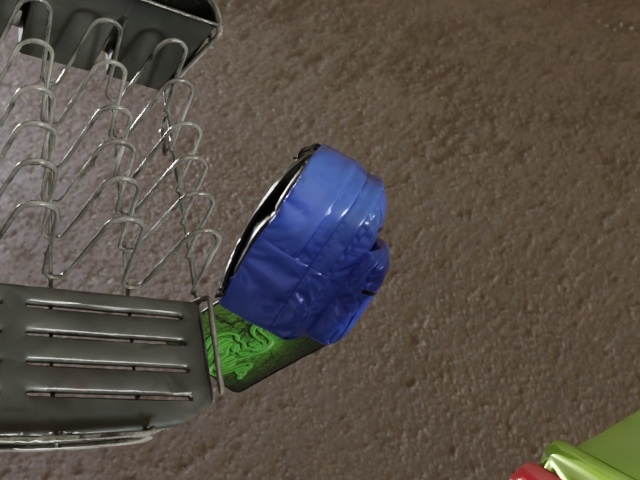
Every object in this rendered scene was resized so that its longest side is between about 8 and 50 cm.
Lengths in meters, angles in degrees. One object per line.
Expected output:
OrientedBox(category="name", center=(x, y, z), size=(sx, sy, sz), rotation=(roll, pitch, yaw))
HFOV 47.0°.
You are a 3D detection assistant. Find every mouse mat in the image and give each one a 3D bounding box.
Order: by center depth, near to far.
OrientedBox(category="mouse mat", center=(-0.099, 0.133, 0.998), size=(0.189, 0.152, 0.007), rotation=(-32, 32, 26))

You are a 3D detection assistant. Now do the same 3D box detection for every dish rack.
OrientedBox(category="dish rack", center=(-0.138, -0.041, 0.341), size=(0.208, 0.074, 0.272), rotation=(9, 51, -32))

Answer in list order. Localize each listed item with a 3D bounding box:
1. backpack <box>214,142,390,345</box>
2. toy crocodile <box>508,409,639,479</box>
OrientedBox(category="backpack", center=(0.000, 0.000, 0.504), size=(0.120, 0.101, 0.098), rotation=(-61, 7, 13))
OrientedBox(category="toy crocodile", center=(0.059, 0.182, 0.311), size=(0.340, 0.105, 0.115), rotation=(-41, 14, -6))
